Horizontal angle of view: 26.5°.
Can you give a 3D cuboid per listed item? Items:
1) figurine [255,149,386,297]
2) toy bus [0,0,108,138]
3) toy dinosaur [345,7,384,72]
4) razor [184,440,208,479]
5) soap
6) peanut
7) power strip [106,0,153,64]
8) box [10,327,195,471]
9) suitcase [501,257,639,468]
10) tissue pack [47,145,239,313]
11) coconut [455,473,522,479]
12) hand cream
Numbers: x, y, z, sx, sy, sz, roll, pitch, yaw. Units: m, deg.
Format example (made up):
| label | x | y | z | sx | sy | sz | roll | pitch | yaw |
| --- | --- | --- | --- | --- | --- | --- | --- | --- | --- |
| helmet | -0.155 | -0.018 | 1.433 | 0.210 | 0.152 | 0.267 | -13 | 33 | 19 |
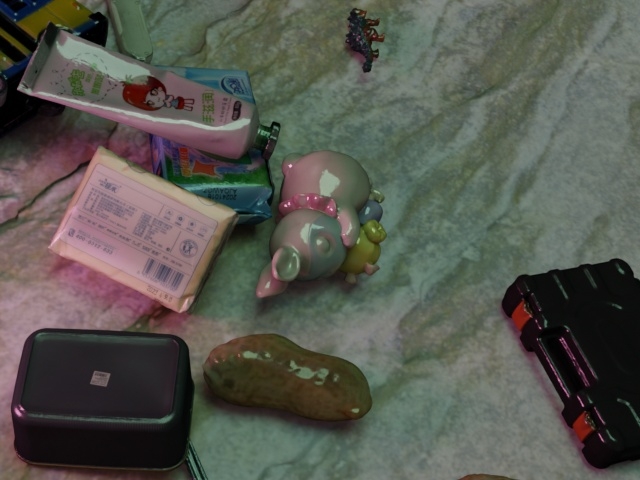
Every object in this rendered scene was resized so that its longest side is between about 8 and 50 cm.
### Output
| label | x | y | z | sx | sy | sz | roll | pitch | yaw |
| --- | --- | --- | --- | --- | --- | --- | --- | --- | --- |
| figurine | 0.000 | 0.000 | 1.787 | 0.155 | 0.127 | 0.236 | 37 | 44 | -24 |
| toy bus | -0.437 | -0.236 | 1.816 | 0.175 | 0.138 | 0.287 | 38 | 50 | 12 |
| toy dinosaur | 0.068 | -0.315 | 2.118 | 0.055 | 0.049 | 0.154 | 9 | 44 | -16 |
| razor | -0.161 | 0.242 | 1.585 | 0.066 | 0.033 | 0.190 | -13 | 58 | -27 |
| soap | -0.157 | -0.131 | 1.867 | 0.156 | 0.077 | 0.293 | 0 | 53 | -19 |
| peanut | -0.038 | 0.167 | 1.653 | 0.214 | 0.099 | 0.099 | 15 | 48 | -4 |
| power strip | -0.285 | -0.326 | 2.015 | 0.047 | 0.030 | 0.191 | -4 | 53 | -21 |
| box | -0.247 | 0.177 | 1.546 | 0.201 | 0.090 | 0.144 | 4 | 49 | 0 |
| suitcase | 0.389 | 0.159 | 1.827 | 0.206 | 0.066 | 0.286 | -9 | 55 | -26 |
| tissue pack | -0.221 | -0.012 | 1.704 | 0.196 | 0.092 | 0.148 | 26 | 85 | 1 |
| coconut | 0.161 | 0.378 | 1.479 | 0.236 | 0.197 | 0.237 | 3 | 52 | -4 |
| hand cream | -0.216 | -0.183 | 1.771 | 0.336 | 0.076 | 0.121 | 19 | 51 | -11 |
